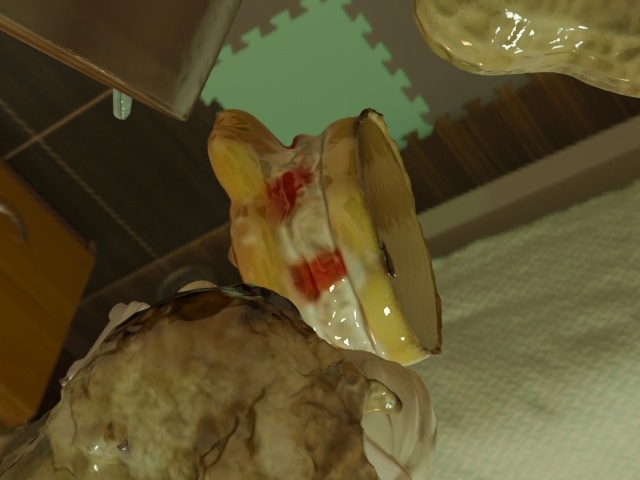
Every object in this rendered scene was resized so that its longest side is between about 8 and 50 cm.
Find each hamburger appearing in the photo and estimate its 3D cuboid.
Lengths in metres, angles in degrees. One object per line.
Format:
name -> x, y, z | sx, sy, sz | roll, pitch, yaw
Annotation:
hamburger -> 0.000, 0.000, 1.107 | 0.186, 0.261, 0.303 | -14, 125, 13

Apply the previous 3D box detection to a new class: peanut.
peanut -> 0.223, -0.186, 0.863 | 0.298, 0.136, 0.120 | 8, 164, -1

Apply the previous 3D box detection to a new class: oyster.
oyster -> -0.061, 0.086, 0.407 | 0.161, 0.107, 0.232 | -2, 162, -39

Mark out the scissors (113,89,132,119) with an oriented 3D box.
scissors -> -0.241, -0.346, 1.391 | 0.029, 0.192, 0.447 | 39, 134, 29

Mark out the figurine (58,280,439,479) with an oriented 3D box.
figurine -> -0.031, 0.111, 0.701 | 0.256, 0.144, 0.182 | 11, 127, 41

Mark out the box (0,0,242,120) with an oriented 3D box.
box -> -0.151, -0.219, 0.542 | 0.301, 0.301, 0.216 | 30, 90, -16
